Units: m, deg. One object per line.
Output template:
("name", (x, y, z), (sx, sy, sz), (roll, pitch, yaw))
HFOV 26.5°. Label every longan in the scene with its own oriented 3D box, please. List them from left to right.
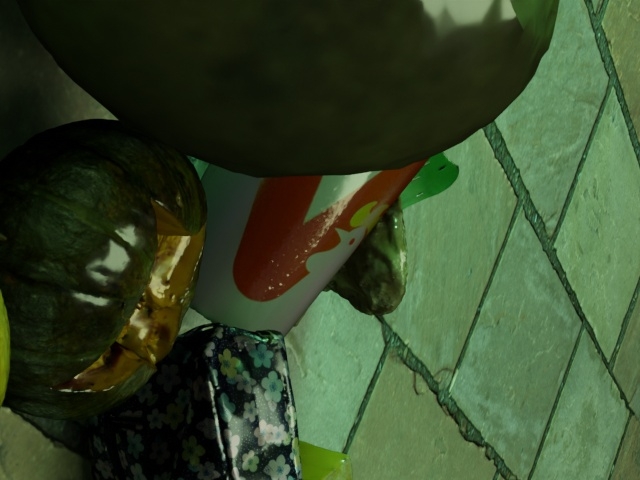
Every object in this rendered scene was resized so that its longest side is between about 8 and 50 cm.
("longan", (-0.034, -0.258, 0.932), (0.404, 0.404, 0.436), (-50, 136, -39))

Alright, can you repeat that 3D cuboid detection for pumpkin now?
("pumpkin", (-0.183, 0.018, 1.029), (0.238, 0.159, 0.238), (22, 90, -82))

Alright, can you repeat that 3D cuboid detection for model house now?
("model house", (0.066, -0.122, 1.489), (0.167, 0.117, 0.088), (48, 21, -32))

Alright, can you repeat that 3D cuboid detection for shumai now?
("shumai", (0.000, 0.000, 1.374), (0.153, 0.209, 0.161), (-12, 129, -14))

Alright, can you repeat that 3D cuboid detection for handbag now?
("handbag", (-0.109, 0.183, 1.172), (0.127, 0.208, 0.228), (-16, 98, -43))

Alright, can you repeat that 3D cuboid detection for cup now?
("cup", (-0.021, -0.047, 1.237), (0.288, 0.203, 0.203), (-55, 148, -4))

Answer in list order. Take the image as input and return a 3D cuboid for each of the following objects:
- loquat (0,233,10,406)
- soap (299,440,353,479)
("loquat", (-0.296, 0.048, 0.739), (0.275, 0.275, 0.275), (-32, 128, -52))
("soap", (-0.034, 0.355, 1.513), (0.160, 0.080, 0.257), (34, 72, -60))
